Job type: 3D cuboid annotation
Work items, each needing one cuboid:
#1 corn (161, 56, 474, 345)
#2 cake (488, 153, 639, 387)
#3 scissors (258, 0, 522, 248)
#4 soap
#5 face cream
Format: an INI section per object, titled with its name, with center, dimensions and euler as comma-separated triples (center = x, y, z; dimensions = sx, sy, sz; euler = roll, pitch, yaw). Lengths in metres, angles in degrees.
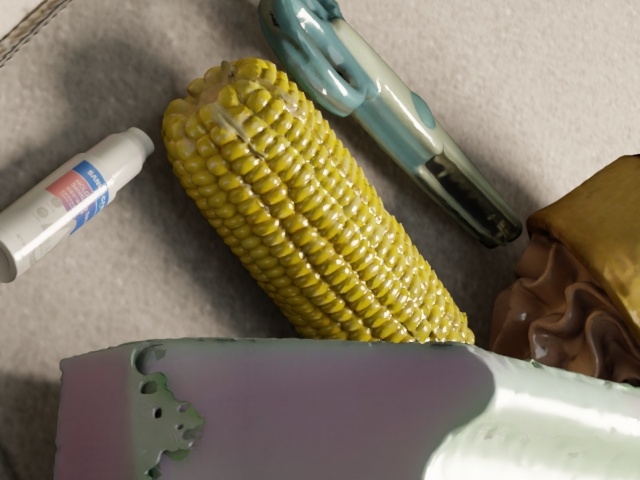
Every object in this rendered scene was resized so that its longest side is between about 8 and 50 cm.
[corn]
center = 0.000, 0.000, 1.158
dimensions = 0.244, 0.093, 0.093
euler = 52, 51, -22
[cake]
center = 0.194, 0.059, 1.273
dimensions = 0.178, 0.208, 0.185
euler = -37, 112, -14
[scissors]
center = 0.046, -0.080, 1.240
dimensions = 0.289, 0.041, 0.138
euler = 42, 20, -37
[soap]
center = 0.076, 0.159, 1.078
dimensions = 0.446, 0.261, 0.156
euler = 15, 71, -40
[face cream]
center = -0.138, -0.024, 1.074
dimensions = 0.130, 0.034, 0.034
euler = -43, 111, -41
